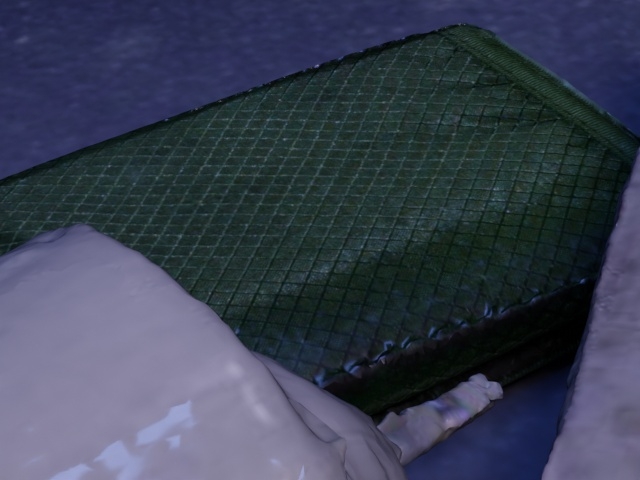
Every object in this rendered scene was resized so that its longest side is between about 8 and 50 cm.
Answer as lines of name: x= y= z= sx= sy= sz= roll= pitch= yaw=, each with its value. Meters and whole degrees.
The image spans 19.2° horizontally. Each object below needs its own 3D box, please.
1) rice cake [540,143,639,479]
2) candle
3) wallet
rice cake: x=0.102 y=0.033 z=0.519 sx=0.072 sy=0.056 sz=0.365 roll=10 pitch=38 yaw=11
candle: x=-0.064 y=0.095 z=0.433 sx=0.330 sy=0.187 sz=0.187 roll=-27 pitch=44 yaw=-26
wallet: x=0.000 y=0.002 z=0.637 sx=0.236 sy=0.055 sz=0.160 roll=-21 pitch=46 yaw=-25
